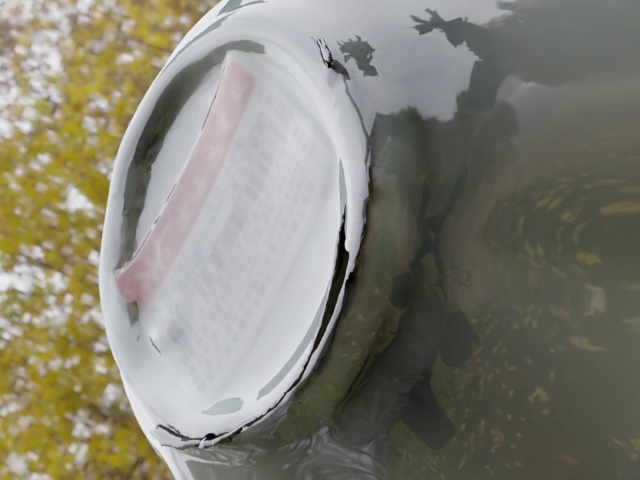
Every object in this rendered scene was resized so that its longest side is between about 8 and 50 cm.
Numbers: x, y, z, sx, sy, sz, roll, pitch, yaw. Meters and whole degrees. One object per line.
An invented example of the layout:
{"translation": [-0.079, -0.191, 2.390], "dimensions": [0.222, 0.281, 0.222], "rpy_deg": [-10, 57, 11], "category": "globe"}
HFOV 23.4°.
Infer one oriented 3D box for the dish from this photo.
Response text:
{"translation": [0.000, 0.000, 0.392], "dimensions": [0.081, 0.229, 0.229], "rpy_deg": [9, -78, -39], "category": "dish"}
